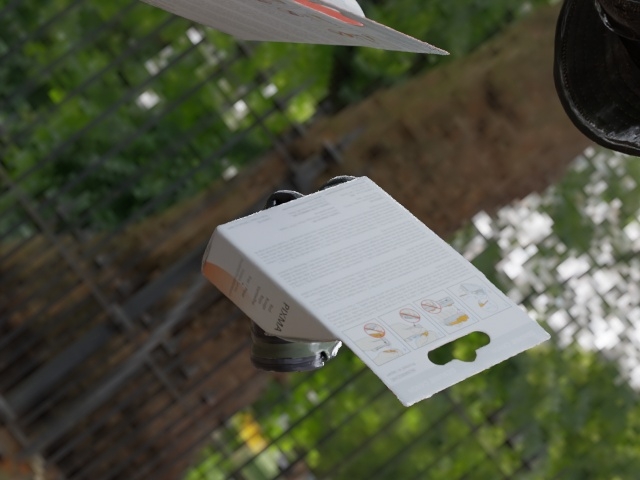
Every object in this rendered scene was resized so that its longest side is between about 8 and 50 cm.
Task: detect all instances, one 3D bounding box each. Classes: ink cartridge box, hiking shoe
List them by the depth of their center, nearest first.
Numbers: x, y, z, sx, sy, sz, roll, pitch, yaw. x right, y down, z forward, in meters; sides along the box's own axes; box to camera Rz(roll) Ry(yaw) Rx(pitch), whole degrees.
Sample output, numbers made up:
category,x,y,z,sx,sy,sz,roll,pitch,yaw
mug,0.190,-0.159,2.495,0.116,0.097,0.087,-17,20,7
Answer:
category,x,y,z,sx,sy,sz,roll,pitch,yaw
ink cartridge box,0.035,0.039,1.208,0.179,0.145,0.045,44,-48,26
ink cartridge box,-0.049,-0.175,1.230,0.189,0.066,0.232,17,-8,-38
hiking shoe,0.000,0.000,1.477,0.227,0.086,0.114,-67,154,-52

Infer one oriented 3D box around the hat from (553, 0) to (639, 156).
category,x,y,z,sx,sy,sz,roll,pitch,yaw
hat,0.292,-0.225,1.419,0.134,0.331,0.331,44,-1,-39
